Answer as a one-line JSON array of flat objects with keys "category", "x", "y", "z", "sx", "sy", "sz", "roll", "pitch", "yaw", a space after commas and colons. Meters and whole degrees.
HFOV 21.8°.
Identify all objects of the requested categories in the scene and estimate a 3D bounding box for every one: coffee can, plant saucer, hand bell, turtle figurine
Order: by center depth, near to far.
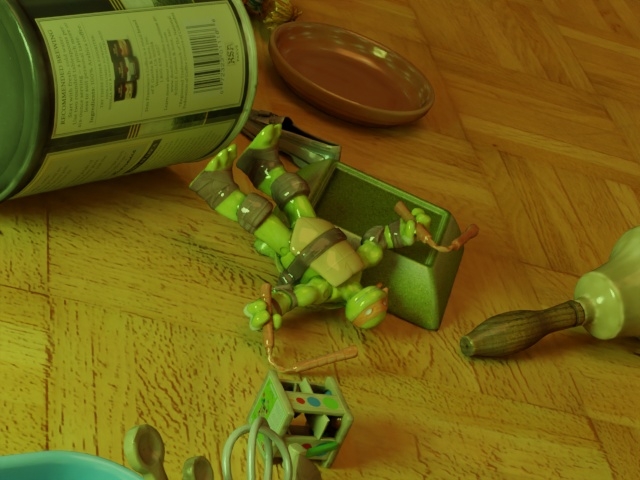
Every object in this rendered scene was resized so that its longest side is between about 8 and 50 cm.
[{"category": "coffee can", "x": -0.217, "y": -0.147, "z": 1.459, "sx": 0.201, "sy": 0.201, "sz": 0.275, "roll": 39, "pitch": 31, "yaw": 25}, {"category": "turtle figurine", "x": 0.000, "y": 0.000, "z": 1.475, "sx": 0.269, "sy": 0.087, "sz": 0.217, "roll": -33, "pitch": 77, "yaw": -34}, {"category": "hand bell", "x": 0.231, "y": 0.072, "z": 1.560, "sx": 0.242, "sy": 0.126, "sz": 0.126, "roll": -15, "pitch": 46, "yaw": -32}, {"category": "plant saucer", "x": 0.049, "y": -0.010, "z": 1.591, "sx": 0.188, "sy": 0.045, "sz": 0.188, "roll": 25, "pitch": 28, "yaw": 1}, {"category": "plant saucer", "x": 0.032, "y": -0.184, "z": 1.885, "sx": 0.200, "sy": 0.037, "sz": 0.200, "roll": 17, "pitch": 29, "yaw": -10}]

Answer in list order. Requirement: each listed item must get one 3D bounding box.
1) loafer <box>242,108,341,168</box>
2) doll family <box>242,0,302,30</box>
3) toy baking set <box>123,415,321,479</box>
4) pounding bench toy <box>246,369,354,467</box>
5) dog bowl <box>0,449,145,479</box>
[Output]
[{"category": "loafer", "x": -0.031, "y": -0.110, "z": 1.706, "sx": 0.125, "sy": 0.039, "sz": 0.045, "roll": 33, "pitch": 30, "yaw": 16}, {"category": "doll family", "x": -0.105, "y": -0.305, "z": 1.941, "sx": 0.163, "sy": 0.118, "sz": 0.263, "roll": 34, "pitch": 11, "yaw": 30}, {"category": "toy baking set", "x": -0.054, "y": 0.208, "z": 1.031, "sx": 0.256, "sy": 0.030, "sz": 0.196, "roll": 7, "pitch": 72, "yaw": -56}, {"category": "pounding bench toy", "x": -0.008, "y": 0.147, "z": 1.270, "sx": 0.065, "sy": 0.052, "sz": 0.083, "roll": 9, "pitch": 32, "yaw": -27}, {"category": "dog bowl", "x": -0.206, "y": 0.204, "z": 1.001, "sx": 0.297, "sy": 0.074, "sz": 0.166, "roll": -1, "pitch": 37, "yaw": -39}]
